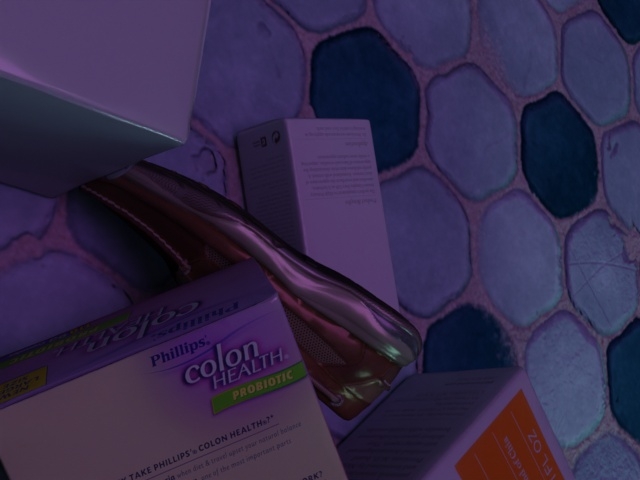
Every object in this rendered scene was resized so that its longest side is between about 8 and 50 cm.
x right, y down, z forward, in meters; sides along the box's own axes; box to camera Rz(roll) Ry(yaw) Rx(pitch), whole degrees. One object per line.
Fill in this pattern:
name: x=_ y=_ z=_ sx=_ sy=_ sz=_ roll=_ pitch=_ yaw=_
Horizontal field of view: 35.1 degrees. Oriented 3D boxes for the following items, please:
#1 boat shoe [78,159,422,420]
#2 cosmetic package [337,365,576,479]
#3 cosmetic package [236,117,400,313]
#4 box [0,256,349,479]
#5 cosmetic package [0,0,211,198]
boat shoe: x=-0.072 y=0.040 z=0.852 sx=0.324 sy=0.123 sz=0.116 roll=33 pitch=93 yaw=-1
cosmetic package: x=0.059 y=0.332 z=0.913 sx=0.453 sy=0.161 sz=0.230 roll=-38 pitch=106 yaw=-38
cosmetic package: x=0.000 y=0.000 z=0.982 sx=0.117 sy=0.085 sz=0.231 roll=-5 pitch=87 yaw=-42
box: x=-0.099 y=0.170 z=0.754 sx=0.213 sy=0.117 sz=0.243 roll=-22 pitch=107 yaw=-7
cosmetic package: x=-0.289 y=-0.165 z=0.678 sx=0.385 sy=0.217 sz=0.156 roll=18 pitch=70 yaw=-39
